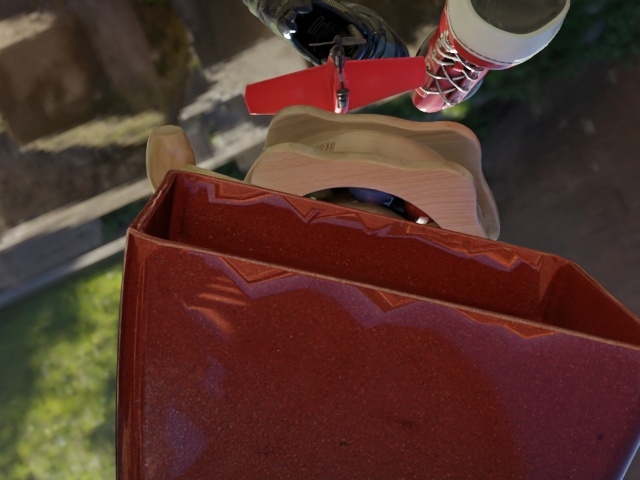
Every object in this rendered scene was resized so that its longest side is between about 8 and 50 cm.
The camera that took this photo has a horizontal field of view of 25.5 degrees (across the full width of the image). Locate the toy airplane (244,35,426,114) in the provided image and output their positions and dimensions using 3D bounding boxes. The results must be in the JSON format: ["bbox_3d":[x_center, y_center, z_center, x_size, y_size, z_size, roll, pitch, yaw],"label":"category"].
[{"bbox_3d":[0.013,-0.100,1.131,0.151,0.028,0.151,-9,134,-10],"label":"toy airplane"}]

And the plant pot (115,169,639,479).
[{"bbox_3d":[0.012,0.116,0.795,0.267,0.236,0.267,12,-172,-3],"label":"plant pot"}]

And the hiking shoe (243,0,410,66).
[{"bbox_3d":[0.019,-0.203,1.477,0.227,0.114,0.086,22,115,-41],"label":"hiking shoe"}]

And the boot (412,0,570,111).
[{"bbox_3d":[0.121,-0.151,1.142,0.176,0.088,0.244,-59,-177,31],"label":"boot"}]

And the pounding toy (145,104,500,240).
[{"bbox_3d":[0.000,0.000,1.067,0.269,0.154,0.155,6,-148,5],"label":"pounding toy"}]
